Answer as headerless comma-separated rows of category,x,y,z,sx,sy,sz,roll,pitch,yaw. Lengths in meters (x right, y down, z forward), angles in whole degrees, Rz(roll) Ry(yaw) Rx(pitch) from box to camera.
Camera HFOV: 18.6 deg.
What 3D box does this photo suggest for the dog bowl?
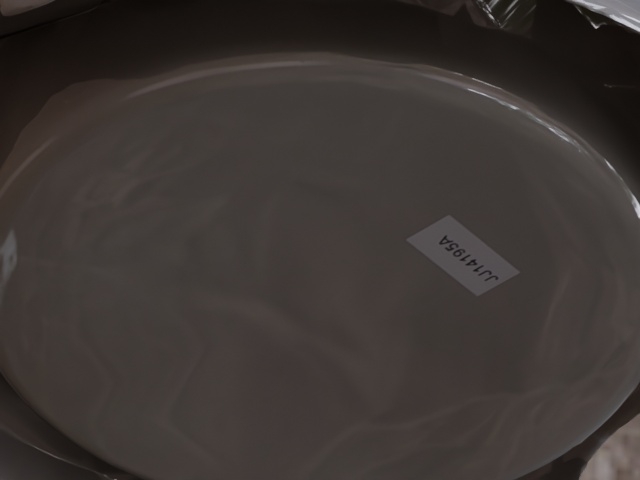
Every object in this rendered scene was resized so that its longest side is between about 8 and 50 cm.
dog bowl,0.000,0.000,0.717,0.349,0.349,0.102,106,-11,-47
